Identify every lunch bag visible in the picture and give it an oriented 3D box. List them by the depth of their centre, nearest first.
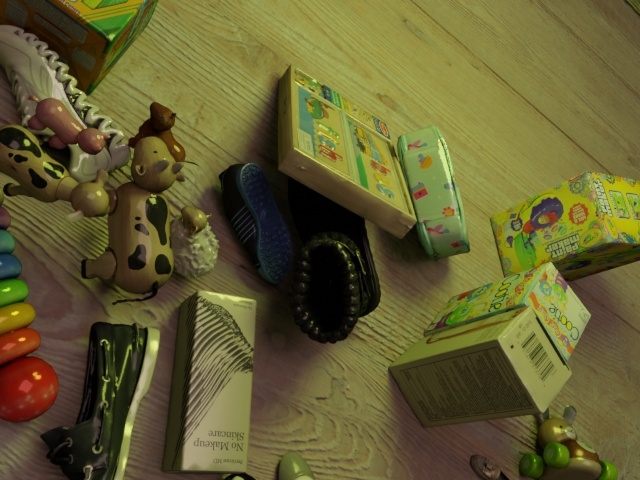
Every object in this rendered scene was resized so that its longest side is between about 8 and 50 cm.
[{"bbox_3d":[0.248,-0.091,1.297,0.224,0.108,0.279,38,40,-73],"label":"lunch bag"}]

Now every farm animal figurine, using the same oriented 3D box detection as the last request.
[{"bbox_3d":[-0.287,-0.063,0.858,0.330,0.172,0.326,-25,108,-50],"label":"farm animal figurine"}]

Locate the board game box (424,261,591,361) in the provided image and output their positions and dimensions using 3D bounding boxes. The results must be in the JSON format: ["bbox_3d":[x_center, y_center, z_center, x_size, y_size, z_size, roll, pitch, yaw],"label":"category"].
[{"bbox_3d":[0.377,0.174,1.217,0.144,0.275,0.142,52,53,-5],"label":"board game box"}]

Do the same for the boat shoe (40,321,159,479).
[{"bbox_3d":[-0.321,0.264,0.816,0.113,0.127,0.339,25,57,-23],"label":"boat shoe"}]

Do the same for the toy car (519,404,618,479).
[{"bbox_3d":[0.540,0.440,1.311,0.155,0.149,0.188,23,48,-12],"label":"toy car"}]

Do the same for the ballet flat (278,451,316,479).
[{"bbox_3d":[-0.016,0.456,0.973,0.072,0.068,0.213,-2,71,-34],"label":"ballet flat"}]

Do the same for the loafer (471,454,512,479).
[{"bbox_3d":[0.368,0.489,1.230,0.125,0.039,0.045,44,54,-10],"label":"loafer"}]

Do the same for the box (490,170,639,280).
[{"bbox_3d":[0.639,-0.021,1.461,0.279,0.290,0.176,3,69,-33],"label":"box"}]

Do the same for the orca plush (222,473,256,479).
[{"bbox_3d":[-0.159,0.436,0.827,0.287,0.102,0.151,-24,82,-51],"label":"orca plush"}]

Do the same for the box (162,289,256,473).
[{"bbox_3d":[-0.174,0.227,0.947,0.113,0.094,0.274,13,64,-29],"label":"box"}]

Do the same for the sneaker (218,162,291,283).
[{"bbox_3d":[-0.124,-0.031,1.105,0.081,0.091,0.232,-24,107,-39],"label":"sneaker"}]

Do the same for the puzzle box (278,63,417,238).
[{"bbox_3d":[0.043,-0.192,1.177,0.272,0.052,0.408,28,30,-22],"label":"puzzle box"}]

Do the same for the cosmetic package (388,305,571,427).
[{"bbox_3d":[0.291,0.246,1.119,0.129,0.296,0.153,-31,91,-39],"label":"cosmetic package"}]

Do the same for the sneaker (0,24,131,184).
[{"bbox_3d":[-0.443,-0.218,0.956,0.292,0.110,0.118,50,61,-6],"label":"sneaker"}]

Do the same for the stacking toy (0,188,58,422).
[{"bbox_3d":[-0.452,0.090,0.804,0.141,0.141,0.330,-21,87,-37],"label":"stacking toy"}]

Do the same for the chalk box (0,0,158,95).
[{"bbox_3d":[-0.389,-0.437,1.028,0.180,0.179,0.288,33,56,-18],"label":"chalk box"}]

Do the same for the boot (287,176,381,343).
[{"bbox_3d":[0.004,-0.001,1.059,0.347,0.131,0.260,67,17,6],"label":"boot"}]
